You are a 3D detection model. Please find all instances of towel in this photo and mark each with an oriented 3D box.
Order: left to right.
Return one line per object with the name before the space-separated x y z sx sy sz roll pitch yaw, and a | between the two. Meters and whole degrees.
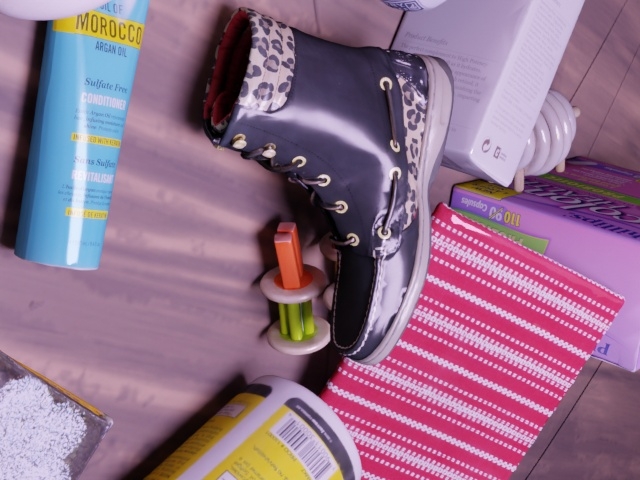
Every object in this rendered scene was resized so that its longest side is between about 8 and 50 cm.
towel | 0.107 0.121 1.018 0.199 0.031 0.275 25 105 -21

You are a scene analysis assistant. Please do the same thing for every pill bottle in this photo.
pill bottle | -0.076 0.206 0.900 0.208 0.119 0.119 -40 133 -33

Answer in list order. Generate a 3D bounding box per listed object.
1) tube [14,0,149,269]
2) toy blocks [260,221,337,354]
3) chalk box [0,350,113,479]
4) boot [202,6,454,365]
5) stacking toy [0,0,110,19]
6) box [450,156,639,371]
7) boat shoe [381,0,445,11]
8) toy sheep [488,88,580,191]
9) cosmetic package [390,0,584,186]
tube | -0.146 -0.087 0.747 0.080 0.052 0.207 3 98 -58
toy blocks | 0.000 0.000 0.953 0.123 0.054 0.148 -32 129 -39
chalk box | -0.278 0.148 0.580 0.289 0.179 0.180 -58 142 -13
boot | -0.006 -0.039 0.865 0.179 0.085 0.236 14 86 -32
stacking toy | -0.021 -0.306 0.646 0.480 0.350 0.350 -51 142 3
box | 0.274 0.011 1.164 0.243 0.213 0.117 -15 117 -46
boat shoe | 0.093 -0.358 0.859 0.156 0.136 0.367 21 99 -50
toy sheep | 0.194 -0.100 1.123 0.132 0.091 0.091 -27 126 -37
cosmetic package | 0.136 -0.174 0.993 0.085 0.117 0.231 27 86 -53
